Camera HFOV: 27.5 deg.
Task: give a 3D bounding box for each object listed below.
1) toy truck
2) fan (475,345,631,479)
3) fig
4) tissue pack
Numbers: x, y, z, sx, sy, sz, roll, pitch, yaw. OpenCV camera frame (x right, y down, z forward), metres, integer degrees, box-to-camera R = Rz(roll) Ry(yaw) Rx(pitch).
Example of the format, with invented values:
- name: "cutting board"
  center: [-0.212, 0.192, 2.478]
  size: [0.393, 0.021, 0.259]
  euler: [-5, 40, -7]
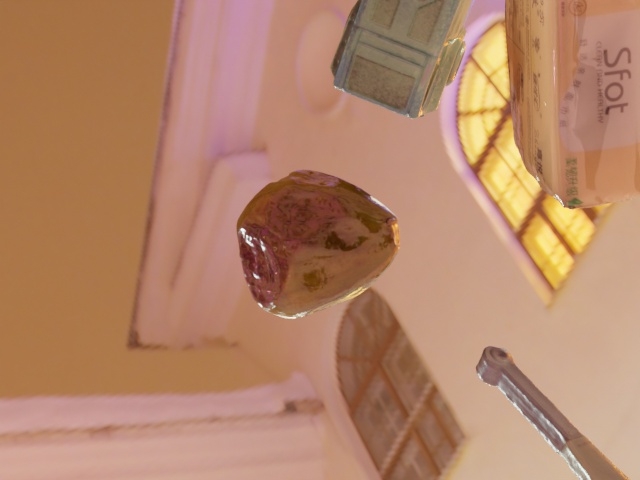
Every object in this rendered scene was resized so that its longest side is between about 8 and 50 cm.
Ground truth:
- name: "toy truck"
  center: [0.120, -0.294, 1.585]
  size: [0.155, 0.156, 0.279]
  euler: [23, -70, 5]
- name: "fan"
  center: [0.129, 0.112, 0.544]
  size: [0.038, 0.193, 0.016]
  euler: [-15, -42, -33]
- name: "fig"
  center: [0.000, 0.000, 1.342]
  size: [0.166, 0.154, 0.144]
  euler: [-5, -63, 8]
- name: "tissue pack"
  center: [0.210, -0.157, 1.082]
  size: [0.090, 0.186, 0.222]
  euler: [-7, -69, -5]
